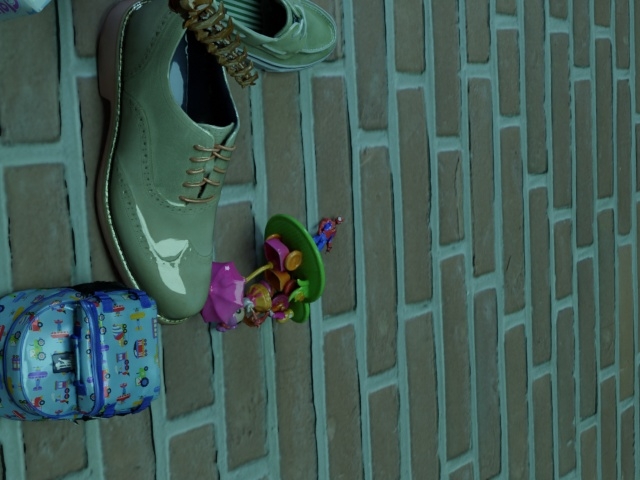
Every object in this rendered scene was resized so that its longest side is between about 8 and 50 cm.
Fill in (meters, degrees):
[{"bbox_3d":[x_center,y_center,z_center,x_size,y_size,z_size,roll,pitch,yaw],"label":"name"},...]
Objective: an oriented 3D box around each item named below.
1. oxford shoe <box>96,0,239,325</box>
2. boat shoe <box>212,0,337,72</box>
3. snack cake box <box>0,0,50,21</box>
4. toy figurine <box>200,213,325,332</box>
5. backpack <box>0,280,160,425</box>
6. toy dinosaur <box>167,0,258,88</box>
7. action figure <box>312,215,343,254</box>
[{"bbox_3d":[-0.170,-0.089,1.152,0.140,0.147,0.396,-17,105,-48],"label":"oxford shoe"},{"bbox_3d":[-0.069,-0.284,1.297,0.302,0.094,0.109,-5,96,-49],"label":"boat shoe"},{"bbox_3d":[-0.282,-0.342,1.006,0.089,0.152,0.264,53,55,-37],"label":"snack cake box"},{"bbox_3d":[-0.096,0.069,1.302,0.159,0.130,0.173,-25,136,-31],"label":"toy figurine"},{"bbox_3d":[-0.276,0.124,1.070,0.173,0.117,0.158,0,91,-46],"label":"backpack"},{"bbox_3d":[-0.121,-0.327,1.000,0.218,0.164,0.321,-21,127,-23],"label":"toy dinosaur"},{"bbox_3d":[0.000,0.000,1.446,0.115,0.030,0.038,-49,122,-38],"label":"action figure"}]
